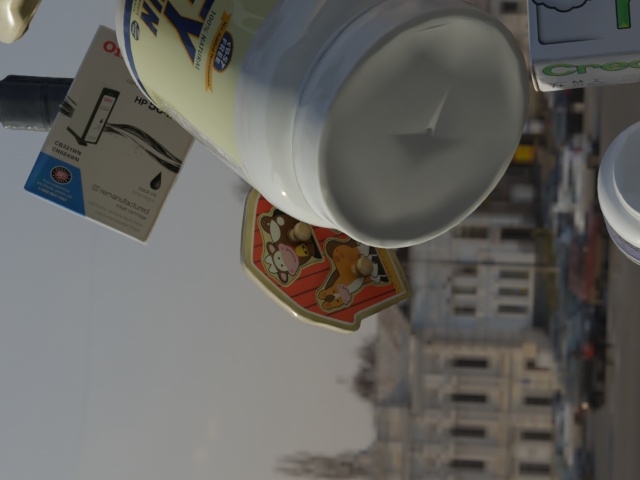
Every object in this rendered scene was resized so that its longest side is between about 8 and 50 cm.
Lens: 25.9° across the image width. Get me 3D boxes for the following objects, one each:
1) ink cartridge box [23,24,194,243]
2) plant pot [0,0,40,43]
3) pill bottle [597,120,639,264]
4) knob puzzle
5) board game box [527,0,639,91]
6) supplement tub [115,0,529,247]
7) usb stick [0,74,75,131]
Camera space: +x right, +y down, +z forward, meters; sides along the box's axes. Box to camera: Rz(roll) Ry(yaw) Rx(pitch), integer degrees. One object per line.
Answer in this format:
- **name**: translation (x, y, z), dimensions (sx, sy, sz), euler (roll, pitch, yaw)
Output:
- **ink cartridge box**: translation (-0.218, -0.116, 1.542), dimensions (0.086, 0.148, 0.203), euler (158, 136, -84)
- **plant pot**: translation (-0.328, -0.330, 1.135), dimensions (0.334, 0.305, 0.334), euler (-54, 14, 20)
- **pill bottle**: translation (0.239, -0.033, 0.955), dimensions (0.169, 0.094, 0.094), euler (28, -116, -74)
- **knob puzzle**: translation (0.000, 0.000, 1.372), dimensions (0.030, 0.213, 0.213), euler (-28, 48, 46)
- **board game box**: translation (0.253, -0.184, 0.689), dimensions (0.053, 0.305, 0.193), euler (38, -131, -72)
- **supplement tub**: translation (-0.005, -0.153, 1.161), dimensions (0.325, 0.235, 0.235), euler (40, 141, 46)
- **usb stick**: translation (-0.307, -0.178, 1.862), dimensions (0.045, 0.278, 0.077), euler (-39, -48, -67)
